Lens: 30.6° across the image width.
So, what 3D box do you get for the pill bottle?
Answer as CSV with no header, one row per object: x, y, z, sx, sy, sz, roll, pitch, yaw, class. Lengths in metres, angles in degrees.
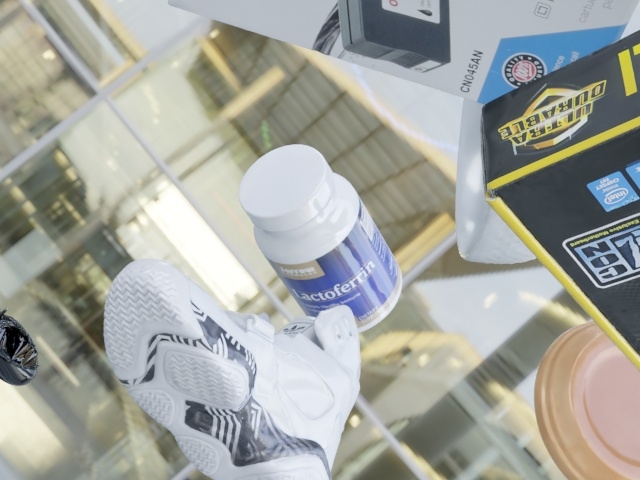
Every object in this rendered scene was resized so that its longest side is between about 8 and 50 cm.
0.000,0.000,1.600,0.153,0.153,0.264,39,-13,45,pill bottle

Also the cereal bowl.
0.244,-0.136,1.286,0.141,0.339,0.339,6,-13,-2,cereal bowl

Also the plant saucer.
0.311,0.171,1.177,0.200,0.200,0.037,49,-32,5,plant saucer

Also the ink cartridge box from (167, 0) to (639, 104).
0.079,-0.288,0.984,0.395,0.166,0.285,18,-33,3,ink cartridge box

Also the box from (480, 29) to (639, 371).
0.291,-0.041,0.663,0.257,0.322,0.079,44,35,-36,box

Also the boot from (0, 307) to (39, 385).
-0.322,0.115,1.221,0.099,0.045,0.121,11,-41,51,boot

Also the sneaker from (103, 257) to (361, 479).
-0.076,0.115,1.200,0.137,0.210,0.366,-8,-51,31,sneaker
